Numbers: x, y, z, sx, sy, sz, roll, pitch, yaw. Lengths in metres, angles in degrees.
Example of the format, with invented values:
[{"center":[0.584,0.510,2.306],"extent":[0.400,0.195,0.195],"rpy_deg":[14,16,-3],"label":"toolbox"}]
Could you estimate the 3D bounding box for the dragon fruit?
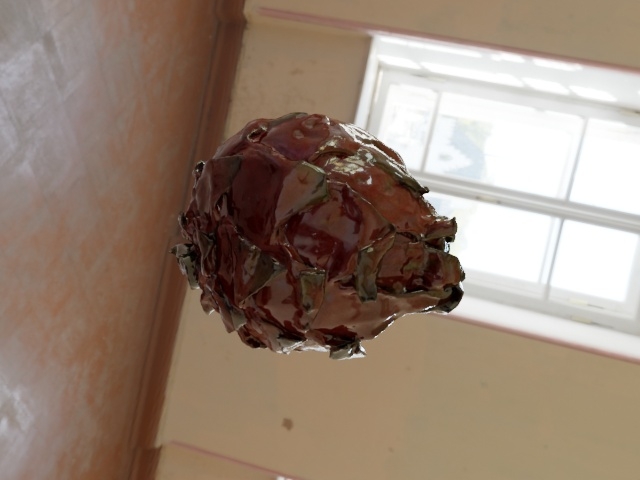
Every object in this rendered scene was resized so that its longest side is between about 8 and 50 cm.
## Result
[{"center":[0.000,0.000,0.640],"extent":[0.244,0.298,0.245],"rpy_deg":[20,90,-77],"label":"dragon fruit"}]
